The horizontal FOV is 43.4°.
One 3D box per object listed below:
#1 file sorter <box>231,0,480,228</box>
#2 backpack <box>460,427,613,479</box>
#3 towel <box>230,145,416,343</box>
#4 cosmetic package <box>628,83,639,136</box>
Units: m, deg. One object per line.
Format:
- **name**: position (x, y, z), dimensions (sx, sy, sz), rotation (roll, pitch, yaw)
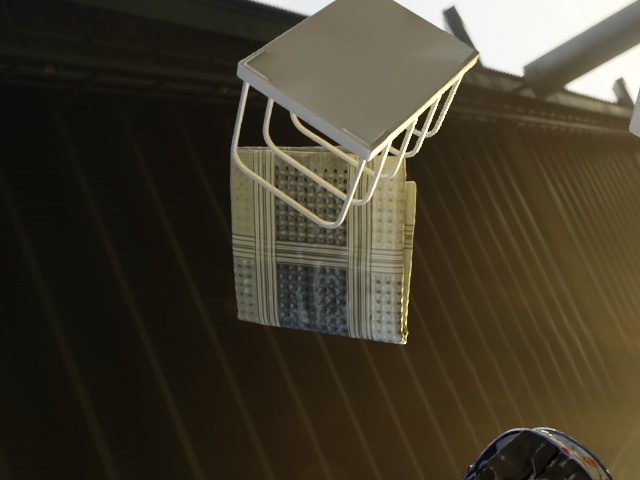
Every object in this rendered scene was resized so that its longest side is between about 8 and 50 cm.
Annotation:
- **file sorter**: position (0.039, -0.174, 1.057), dimensions (0.193, 0.173, 0.278), rotation (35, -130, 14)
- **backpack**: position (0.353, 0.444, 1.314), dimensions (0.276, 0.263, 0.213), rotation (40, -158, 32)
- **towel**: position (0.000, 0.000, 1.337), dimensions (0.056, 0.312, 0.324), rotation (-37, -50, -64)
- **cosmetic package**: position (0.644, -0.348, 1.231), dimensions (0.285, 0.377, 0.097), rotation (-22, -137, -24)
